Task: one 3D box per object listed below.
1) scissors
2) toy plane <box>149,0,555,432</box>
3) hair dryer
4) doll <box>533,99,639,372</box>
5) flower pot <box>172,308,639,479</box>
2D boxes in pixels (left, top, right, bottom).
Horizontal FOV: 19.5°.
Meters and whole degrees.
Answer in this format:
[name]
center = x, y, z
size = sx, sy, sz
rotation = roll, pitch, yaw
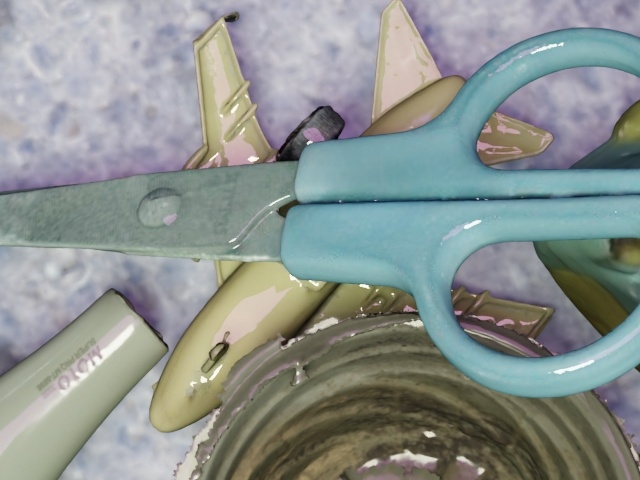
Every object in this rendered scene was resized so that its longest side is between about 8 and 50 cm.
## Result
[scissors]
center = -0.039, -0.014, 0.910
size = 0.447, 0.029, 0.192
rotation = -1, 58, 21
[toy plane]
center = 0.000, 0.000, 0.980
size = 0.242, 0.104, 0.256
rotation = 42, 71, 0
[hair dryer]
center = -0.203, 0.054, 0.955
size = 0.229, 0.092, 0.267
rotation = -27, 73, 3
[doll]
center = 0.245, -0.043, 0.963
size = 0.177, 0.161, 0.260
rotation = 45, 80, -10
[flower pot]
center = 0.043, 0.157, 0.912
size = 0.236, 0.140, 0.235
rotation = 0, 72, -1
